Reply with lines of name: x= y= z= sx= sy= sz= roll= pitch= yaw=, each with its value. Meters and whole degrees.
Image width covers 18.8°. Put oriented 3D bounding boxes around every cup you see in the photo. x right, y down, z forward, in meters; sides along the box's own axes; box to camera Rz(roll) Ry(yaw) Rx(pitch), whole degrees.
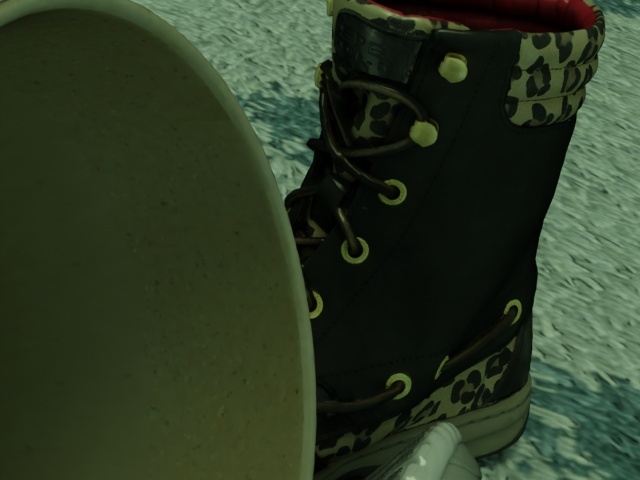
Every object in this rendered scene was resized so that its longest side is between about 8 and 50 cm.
cup: x=-0.181 y=0.071 z=0.825 sx=0.237 sy=0.331 sz=0.331 roll=-4 pitch=13 yaw=29

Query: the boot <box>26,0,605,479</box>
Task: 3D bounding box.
boot: x=0.000 y=0.000 z=1.054 sx=0.377 sy=0.284 sz=0.138 roll=-5 pitch=28 yaw=-38

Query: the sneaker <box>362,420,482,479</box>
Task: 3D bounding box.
sneaker: x=0.048 y=0.183 z=0.944 sx=0.115 sy=0.105 sz=0.281 roll=47 pitch=18 yaw=-7
